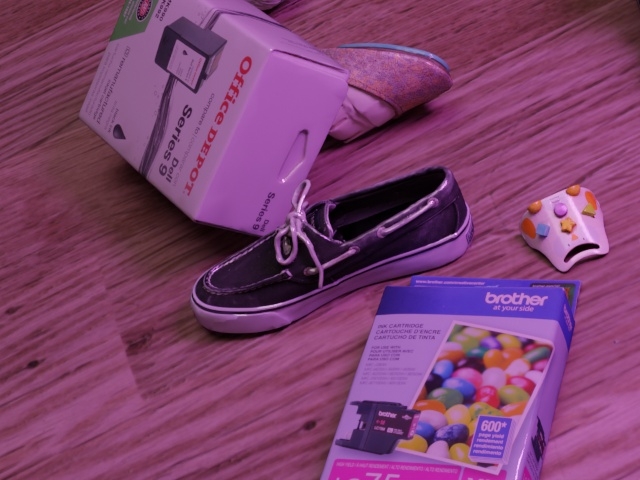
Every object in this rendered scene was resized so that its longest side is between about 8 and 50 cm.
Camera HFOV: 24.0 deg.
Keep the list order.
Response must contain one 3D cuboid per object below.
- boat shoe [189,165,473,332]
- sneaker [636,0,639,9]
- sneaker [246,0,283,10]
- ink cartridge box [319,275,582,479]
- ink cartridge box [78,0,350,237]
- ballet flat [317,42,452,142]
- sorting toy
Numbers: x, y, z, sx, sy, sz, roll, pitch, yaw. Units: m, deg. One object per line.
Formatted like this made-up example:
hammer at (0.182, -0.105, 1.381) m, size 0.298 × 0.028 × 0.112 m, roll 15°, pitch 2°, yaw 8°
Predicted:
boat shoe at (0.001, 0.003, 1.537) m, size 0.306 × 0.105 × 0.113 m, roll -15°, pitch 43°, yaw 11°
sneaker at (0.386, -0.277, 1.555) m, size 0.137 × 0.210 × 0.366 m, roll -17°, pitch 43°, yaw 10°
sneaker at (-0.131, -0.330, 1.962) m, size 0.237 × 0.085 × 0.086 m, roll -3°, pitch 21°, yaw 28°
ink cartridge box at (0.123, 0.138, 1.381) m, size 0.185 × 0.065 × 0.311 m, roll 0°, pitch 46°, yaw 25°
ink cartridge box at (-0.125, -0.162, 1.680) m, size 0.289 × 0.121 × 0.211 m, roll 39°, pitch 109°, yaw 45°
ballet flat at (0.008, -0.169, 1.727) m, size 0.316 × 0.107 × 0.106 m, roll 11°, pitch 73°, yaw 39°
sorting toy at (0.247, -0.008, 1.488) m, size 0.083 × 0.045 × 0.075 m, roll -24°, pitch 61°, yaw 1°
